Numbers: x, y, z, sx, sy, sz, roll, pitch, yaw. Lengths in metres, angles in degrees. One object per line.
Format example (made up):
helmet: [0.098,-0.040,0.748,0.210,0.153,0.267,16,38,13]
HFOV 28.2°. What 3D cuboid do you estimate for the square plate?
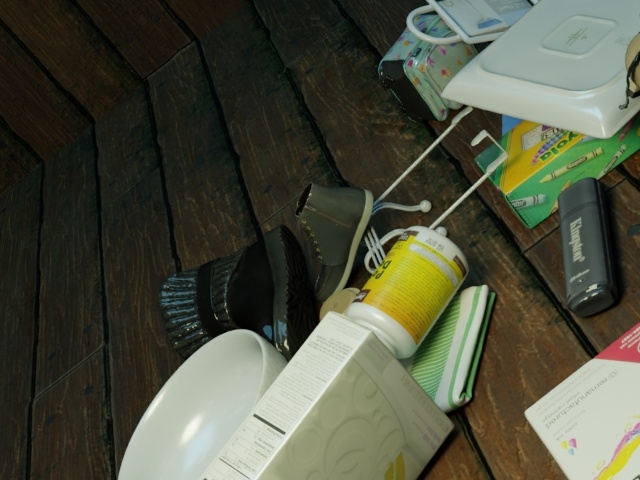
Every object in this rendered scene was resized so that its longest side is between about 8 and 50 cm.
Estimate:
square plate: [0.415,-0.308,2.015,0.347,0.049,0.344,-43,39,-23]

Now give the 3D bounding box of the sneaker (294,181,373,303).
sneaker: [0.000,0.000,2.162,0.083,0.118,0.222,-108,33,-62]

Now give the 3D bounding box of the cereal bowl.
cereal bowl: [-0.149,0.308,1.927,0.339,0.141,0.339,-39,27,25]

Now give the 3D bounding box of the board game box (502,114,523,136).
board game box: [0.382,-0.228,2.204,0.133,0.033,0.169,-21,37,25]

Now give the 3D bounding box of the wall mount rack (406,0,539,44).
wall mount rack: [0.347,-0.434,2.335,0.350,0.130,0.304,-18,50,-24]

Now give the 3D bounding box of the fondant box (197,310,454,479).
fondant box: [0.000,0.294,1.643,0.330,0.238,0.096,-51,39,-13]

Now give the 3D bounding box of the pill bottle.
pill bottle: [0.119,0.091,1.877,0.117,0.117,0.215,4,52,55]

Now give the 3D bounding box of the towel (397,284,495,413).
towel: [0.103,0.196,1.913,0.324,0.038,0.248,-21,33,34]

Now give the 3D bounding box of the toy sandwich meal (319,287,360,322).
toy sandwich meal: [0.035,0.115,2.137,0.085,0.029,0.086,-31,33,22]

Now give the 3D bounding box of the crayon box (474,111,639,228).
crayon box: [0.397,-0.157,2.017,0.278,0.081,0.165,-37,26,7]

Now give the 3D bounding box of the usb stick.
usb stick: [0.382,0.005,1.829,0.077,0.045,0.278,-27,30,24]

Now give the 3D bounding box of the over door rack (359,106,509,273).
over door rack: [0.189,-0.066,2.091,0.324,0.108,0.239,-56,22,17]

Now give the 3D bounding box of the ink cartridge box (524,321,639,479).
ink cartridge box: [0.388,0.234,1.377,0.226,0.131,0.306,-38,25,4]

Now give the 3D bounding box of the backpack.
backpack: [0.222,-0.341,2.435,0.144,0.166,0.188,-5,47,46]

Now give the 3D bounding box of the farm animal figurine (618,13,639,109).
farm animal figurine: [0.538,-0.314,1.804,0.330,0.172,0.327,32,65,30]

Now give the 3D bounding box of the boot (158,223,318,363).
boot: [-0.143,0.145,2.155,0.260,0.131,0.348,-25,35,13]
